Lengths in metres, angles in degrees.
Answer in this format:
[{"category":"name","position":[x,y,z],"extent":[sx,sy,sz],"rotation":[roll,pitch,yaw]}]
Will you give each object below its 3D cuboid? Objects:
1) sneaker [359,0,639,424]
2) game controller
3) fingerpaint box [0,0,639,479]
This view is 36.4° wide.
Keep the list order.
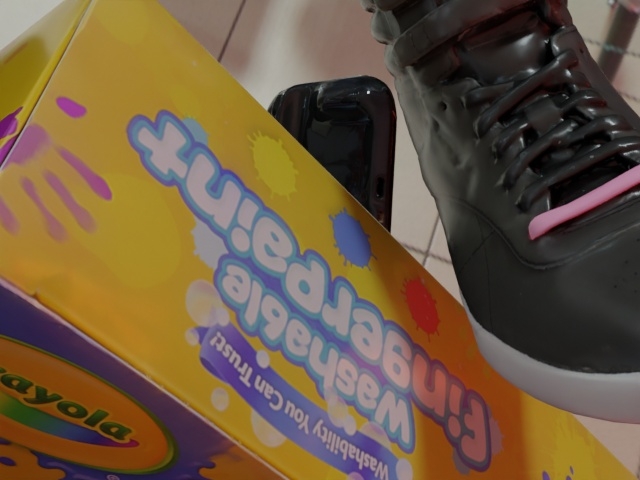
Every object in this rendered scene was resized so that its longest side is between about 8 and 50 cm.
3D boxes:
[{"category":"sneaker","position":[0.079,-0.051,0.389],"extent":[0.105,0.295,0.147],"rotation":[-23,114,3]},{"category":"game controller","position":[0.000,0.000,0.945],"extent":[0.067,0.166,0.319],"rotation":[7,85,-53]},{"category":"fingerpaint box","position":[-0.089,0.132,0.539],"extent":[0.445,0.371,0.163],"rotation":[42,42,-30]}]
